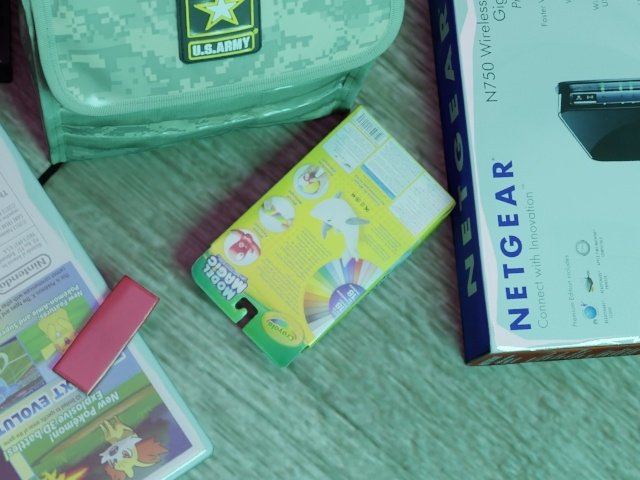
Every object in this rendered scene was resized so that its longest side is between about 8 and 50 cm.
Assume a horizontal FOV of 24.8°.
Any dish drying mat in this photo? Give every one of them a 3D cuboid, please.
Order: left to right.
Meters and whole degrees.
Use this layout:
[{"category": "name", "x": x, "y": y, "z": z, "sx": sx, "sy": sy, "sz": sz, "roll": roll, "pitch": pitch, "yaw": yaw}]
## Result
[{"category": "dish drying mat", "x": -0.148, "y": 0.065, "z": 1.004, "sx": 0.032, "sy": 0.008, "sz": 0.083, "roll": 35, "pitch": 76, "yaw": 1}]

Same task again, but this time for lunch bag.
[{"category": "lunch bag", "x": -0.081, "y": -0.166, "z": 0.954, "sx": 0.235, "sy": 0.287, "sz": 0.169, "roll": -12, "pitch": 80, "yaw": -11}]

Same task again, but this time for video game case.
[{"category": "video game case", "x": -0.290, "y": 0.112, "z": 0.997, "sx": 0.329, "sy": 0.036, "sz": 0.300, "roll": -33, "pitch": 84, "yaw": -14}]

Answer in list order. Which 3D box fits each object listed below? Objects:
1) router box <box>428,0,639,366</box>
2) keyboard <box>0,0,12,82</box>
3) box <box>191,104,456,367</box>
[{"category": "router box", "x": 0.245, "y": -0.082, "z": 1.084, "sx": 0.301, "sy": 0.082, "sz": 0.336, "roll": -4, "pitch": 79, "yaw": -8}, {"category": "keyboard", "x": -0.382, "y": -0.133, "z": 1.038, "sx": 0.317, "sy": 0.033, "sz": 0.202, "roll": -3, "pitch": 79, "yaw": -7}, {"category": "box", "x": 0.000, "y": 0.000, "z": 1.056, "sx": 0.179, "sy": 0.043, "sz": 0.105, "roll": -43, "pitch": 87, "yaw": -16}]
